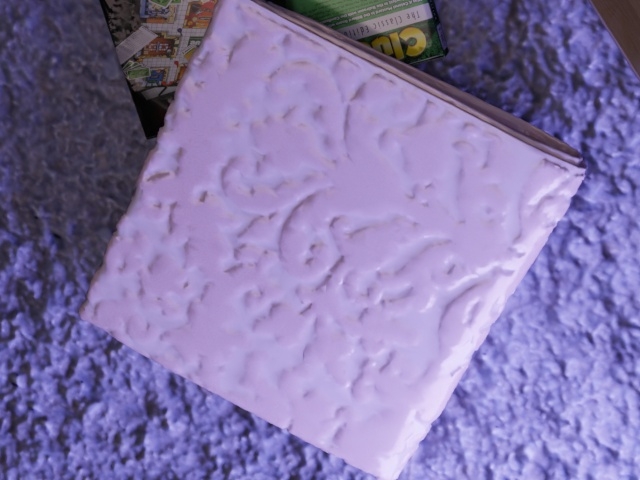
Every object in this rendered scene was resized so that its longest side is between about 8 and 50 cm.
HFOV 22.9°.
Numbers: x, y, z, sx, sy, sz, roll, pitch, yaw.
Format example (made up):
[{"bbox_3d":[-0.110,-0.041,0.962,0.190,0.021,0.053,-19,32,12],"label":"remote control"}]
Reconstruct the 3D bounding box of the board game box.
[{"bbox_3d":[-0.040,-0.178,1.269,0.260,0.030,0.136,-14,101,15],"label":"board game box"}]

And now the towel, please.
[{"bbox_3d":[0.000,0.000,1.288,0.317,0.053,0.332,28,114,-2],"label":"towel"}]

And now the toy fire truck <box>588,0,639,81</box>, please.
[{"bbox_3d":[0.238,-0.258,1.143,0.217,0.158,0.246,-20,121,21],"label":"toy fire truck"}]
